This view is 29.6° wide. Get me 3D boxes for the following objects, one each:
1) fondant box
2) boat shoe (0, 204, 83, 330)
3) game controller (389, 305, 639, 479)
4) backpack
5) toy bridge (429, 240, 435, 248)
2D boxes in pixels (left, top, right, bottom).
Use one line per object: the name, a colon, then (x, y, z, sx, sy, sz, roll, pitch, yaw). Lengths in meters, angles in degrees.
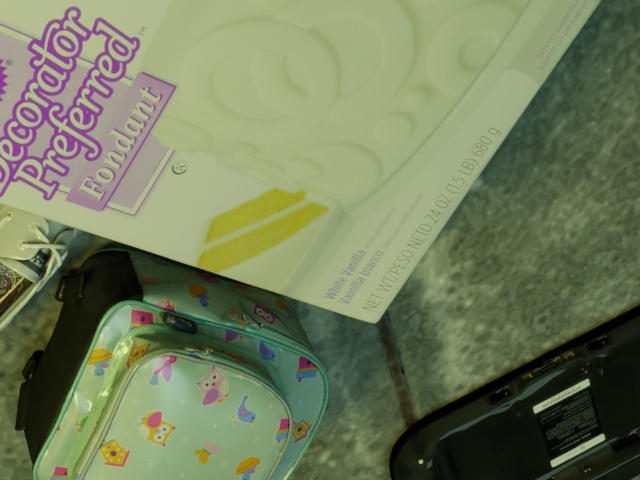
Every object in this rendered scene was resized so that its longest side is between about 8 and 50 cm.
fondant box: (-0.047, -0.109, 0.636, 0.330, 0.096, 0.238, 20, 112, -34)
boat shoe: (-0.186, 0.004, 0.752, 0.184, 0.063, 0.066, -42, 130, 7)
game controller: (0.216, 0.166, 1.069, 0.319, 0.067, 0.166, -27, 116, -6)
backpack: (-0.089, 0.108, 0.823, 0.188, 0.144, 0.166, 13, 111, -35)
toy bridge: (0.000, 0.000, 0.861, 0.188, 0.026, 0.063, 0, 125, -25)
